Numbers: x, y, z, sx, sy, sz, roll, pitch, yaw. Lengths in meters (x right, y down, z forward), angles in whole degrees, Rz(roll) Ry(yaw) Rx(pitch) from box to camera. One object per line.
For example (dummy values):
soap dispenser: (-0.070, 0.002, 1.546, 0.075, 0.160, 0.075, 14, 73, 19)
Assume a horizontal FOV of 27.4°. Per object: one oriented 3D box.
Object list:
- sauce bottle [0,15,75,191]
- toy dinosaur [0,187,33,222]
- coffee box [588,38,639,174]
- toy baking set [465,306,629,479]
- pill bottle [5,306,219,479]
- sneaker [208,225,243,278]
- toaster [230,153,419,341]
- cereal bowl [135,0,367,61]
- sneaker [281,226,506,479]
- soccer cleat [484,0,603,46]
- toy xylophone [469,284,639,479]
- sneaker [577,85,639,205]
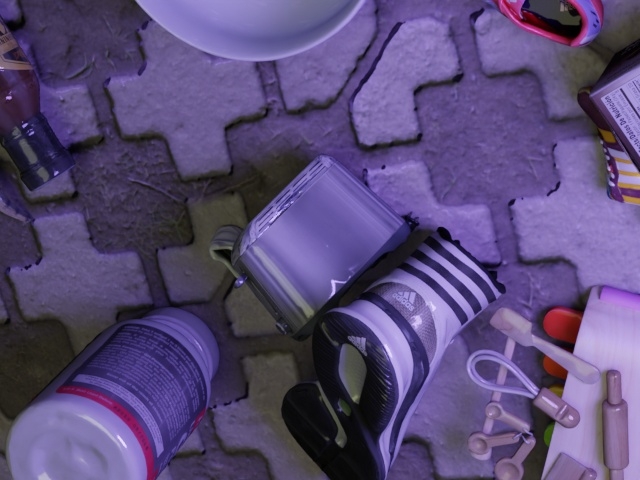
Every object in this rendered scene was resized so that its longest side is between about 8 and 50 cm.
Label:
sauce bottle: (-0.429, -0.224, 1.652, 0.111, 0.111, 0.344, -24, 104, 25)
toy dinosaur: (-0.491, -0.120, 1.727, 0.118, 0.064, 0.268, -26, 105, -8)
coffee box: (0.439, -0.198, 1.332, 0.297, 0.168, 0.119, -31, 99, 32)
toy baking set: (0.268, 0.206, 1.554, 0.197, 0.030, 0.256, 6, 113, 18)
pill bottle: (-0.244, 0.206, 1.651, 0.176, 0.318, 0.176, 7, 114, 16)
sneaker: (-0.077, 0.039, 1.673, 0.152, 0.061, 0.053, 28, 116, 4)
toaster: (0.000, 0.000, 1.568, 0.146, 0.129, 0.227, 45, 75, 0)
cereal bowl: (-0.070, -0.377, 1.451, 0.339, 0.141, 0.339, 6, 113, 16)
sneaker: (0.108, 0.148, 1.600, 0.169, 0.257, 0.447, 46, 154, 15)
soccer cleat: (0.194, -0.286, 1.428, 0.248, 0.095, 0.083, 30, 118, 4)
toy xylophone: (0.322, 0.204, 1.598, 0.236, 0.081, 0.322, 22, 117, 10)
sneaker: (0.340, -0.090, 1.477, 0.185, 0.069, 0.084, 45, 113, -3)
